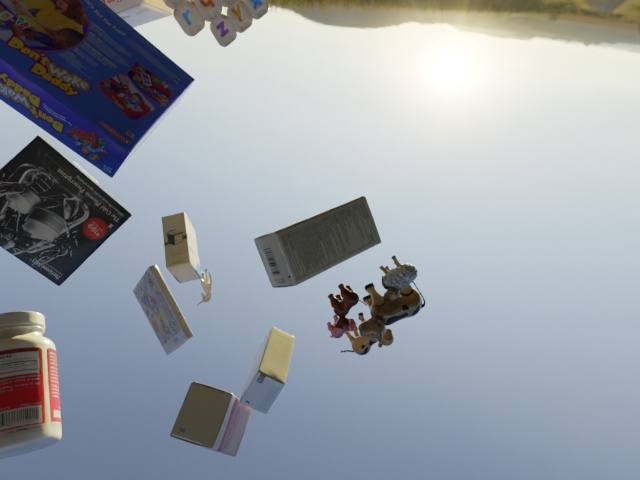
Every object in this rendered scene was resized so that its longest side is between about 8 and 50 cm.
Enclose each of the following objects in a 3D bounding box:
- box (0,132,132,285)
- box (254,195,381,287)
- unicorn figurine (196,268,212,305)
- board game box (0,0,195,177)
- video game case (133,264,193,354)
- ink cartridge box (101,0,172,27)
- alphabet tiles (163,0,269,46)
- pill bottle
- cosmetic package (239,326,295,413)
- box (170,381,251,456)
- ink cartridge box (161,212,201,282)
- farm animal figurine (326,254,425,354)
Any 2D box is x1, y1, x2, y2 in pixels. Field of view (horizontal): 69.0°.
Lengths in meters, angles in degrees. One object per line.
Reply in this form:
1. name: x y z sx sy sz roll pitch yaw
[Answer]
1. box: -0.830 -0.096 1.431 0.312 0.343 0.179 -47 -150 -7
2. box: 0.000 0.000 1.236 0.311 0.147 0.121 -23 -175 -35
3. unicorn figurine: -0.447 0.175 1.816 0.060 0.111 0.162 -5 -170 -6
4. board game box: -0.401 -0.292 0.720 0.347 0.078 0.233 39 -136 -20
5. video game case: -0.458 0.205 1.338 0.026 0.206 0.226 -24 -99 -40
6. ink cartridge box: -0.504 -0.680 1.139 0.207 0.282 0.117 -6 -171 21
7. alphabet tiles: -0.242 -0.618 1.086 0.284 0.278 0.021 -45 -132 -10
8. pill bottle: -0.939 0.438 1.435 0.229 0.229 0.407 -7 -114 -23
9. cosmetic package: -0.142 0.351 1.288 0.086 0.117 0.231 28 -160 -8
10. box: -0.300 0.511 1.319 0.127 0.232 0.148 12 -117 13
11. ink cartridge box: -0.457 0.025 1.536 0.082 0.139 0.190 -14 -116 -5
12. farm animal figurine: 0.180 0.239 1.440 0.327 0.330 0.172 -31 -124 -2
